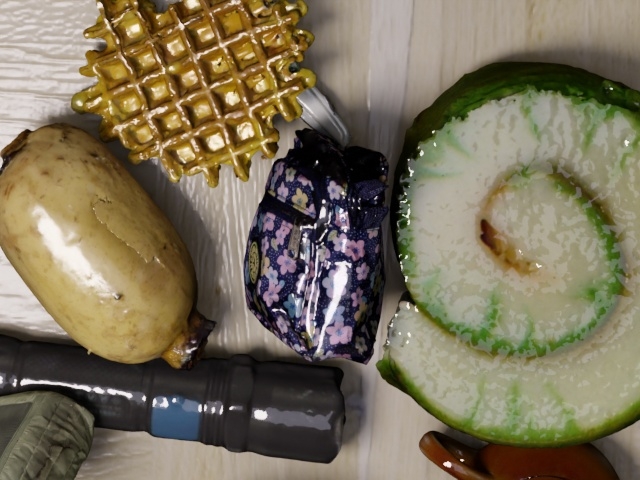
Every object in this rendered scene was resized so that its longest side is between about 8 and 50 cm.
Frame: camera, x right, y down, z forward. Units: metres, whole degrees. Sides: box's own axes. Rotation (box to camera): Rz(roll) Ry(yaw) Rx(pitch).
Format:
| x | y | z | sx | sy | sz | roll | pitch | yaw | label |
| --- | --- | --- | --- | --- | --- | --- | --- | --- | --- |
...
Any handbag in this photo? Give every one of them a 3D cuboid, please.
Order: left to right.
| x | y | z | sx | sy | sz | roll | pitch | yaw | label |
| --- | --- | --- | --- | --- | --- | --- | --- | --- | --- |
| 0.000 | 0.000 | 1.772 | 0.127 | 0.228 | 0.208 | 3 | 103 | -15 | handbag |

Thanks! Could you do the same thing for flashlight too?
| x | y | z | sx | sy | sz | roll | pitch | yaw | label |
| --- | --- | --- | --- | --- | --- | --- | --- | --- | --- |
| -0.184 | 0.156 | 1.872 | 0.424 | 0.103 | 0.103 | 6 | 100 | 0 | flashlight |

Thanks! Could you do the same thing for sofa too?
| x | y | z | sx | sy | sz | roll | pitch | yaw | label |
| --- | --- | --- | --- | --- | --- | --- | --- | --- | --- |
| -0.333 | 0.272 | 1.787 | 0.225 | 0.210 | 0.176 | -9 | 116 | 14 | sofa |

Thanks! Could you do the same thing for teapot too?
| x | y | z | sx | sy | sz | roll | pitch | yaw | label |
| --- | --- | --- | --- | --- | --- | --- | --- | --- | --- |
| 0.208 | 0.270 | 1.871 | 0.252 | 0.135 | 0.178 | 34 | 94 | -7 | teapot |

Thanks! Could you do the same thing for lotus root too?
| x | y | z | sx | sy | sz | roll | pitch | yaw | label |
| --- | --- | --- | --- | --- | --- | --- | --- | --- | --- |
| -0.212 | 0.014 | 1.810 | 0.284 | 0.160 | 0.146 | 47 | 137 | -6 | lotus root |

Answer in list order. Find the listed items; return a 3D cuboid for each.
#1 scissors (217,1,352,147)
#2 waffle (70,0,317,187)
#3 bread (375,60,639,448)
| x | y | z | sx | sy | sz | roll | pitch | yaw | label |
| --- | --- | --- | --- | --- | --- | --- | --- | --- | --- |
| -0.045 | -0.169 | 1.845 | 0.101 | 0.027 | 0.204 | -42 | 97 | 11 | scissors |
| -0.122 | -0.170 | 1.807 | 0.231 | 0.051 | 0.229 | 27 | 103 | 8 | waffle |
| 0.210 | 0.019 | 1.828 | 0.382 | 0.129 | 0.366 | -39 | 102 | 5 | bread |
